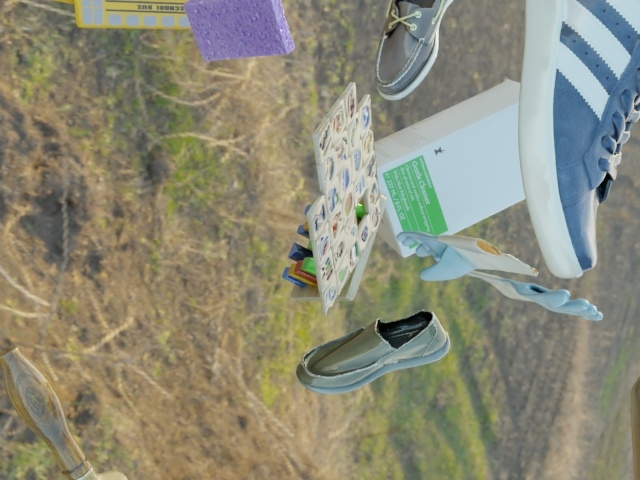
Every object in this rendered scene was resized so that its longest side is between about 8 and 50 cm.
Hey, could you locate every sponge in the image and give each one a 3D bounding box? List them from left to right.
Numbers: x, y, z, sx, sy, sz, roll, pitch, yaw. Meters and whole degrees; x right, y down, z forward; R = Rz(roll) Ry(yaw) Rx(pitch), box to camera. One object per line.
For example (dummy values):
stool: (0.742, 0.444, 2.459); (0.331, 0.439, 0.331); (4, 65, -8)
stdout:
sponge: (-0.147, -0.387, 1.698); (0.031, 0.210, 0.117); (-46, 127, -41)

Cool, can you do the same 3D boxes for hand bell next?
hand bell: (-0.225, 0.200, 0.859); (0.126, 0.126, 0.242); (-43, 117, -43)

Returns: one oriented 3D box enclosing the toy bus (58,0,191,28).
toy bus: (-0.370, -0.484, 1.812); (0.130, 0.333, 0.108); (99, -15, -47)

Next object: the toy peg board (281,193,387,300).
toy peg board: (0.000, 0.000, 1.385); (0.079, 0.161, 0.161); (27, 73, -27)

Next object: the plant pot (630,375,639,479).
plant pot: (0.414, 0.239, 0.838); (0.323, 0.323, 0.280); (54, 22, -54)

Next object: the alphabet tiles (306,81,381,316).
alphabet tiles: (0.029, -0.059, 1.137); (0.198, 0.009, 0.237); (-58, 149, -43)

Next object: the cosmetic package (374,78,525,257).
cosmetic package: (0.265, -0.144, 1.815); (0.365, 0.155, 0.197); (-26, 113, -7)

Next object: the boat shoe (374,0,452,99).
boat shoe: (0.174, -0.418, 1.745); (0.324, 0.117, 0.097); (-65, 149, -9)

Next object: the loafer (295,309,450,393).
loafer: (0.079, 0.164, 1.484); (0.251, 0.094, 0.087); (-18, 131, -7)

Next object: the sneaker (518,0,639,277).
sneaker: (0.232, -0.145, 0.721); (0.131, 0.148, 0.350); (6, 86, -73)

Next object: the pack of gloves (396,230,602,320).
pack of gloves: (0.191, 0.052, 1.071); (0.195, 0.232, 0.046); (29, 84, -18)
